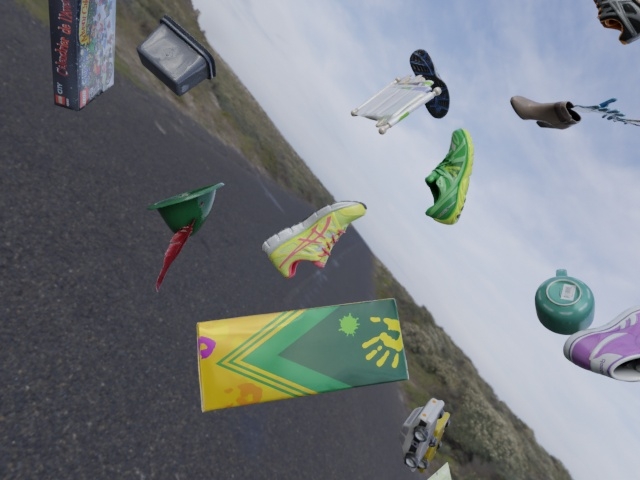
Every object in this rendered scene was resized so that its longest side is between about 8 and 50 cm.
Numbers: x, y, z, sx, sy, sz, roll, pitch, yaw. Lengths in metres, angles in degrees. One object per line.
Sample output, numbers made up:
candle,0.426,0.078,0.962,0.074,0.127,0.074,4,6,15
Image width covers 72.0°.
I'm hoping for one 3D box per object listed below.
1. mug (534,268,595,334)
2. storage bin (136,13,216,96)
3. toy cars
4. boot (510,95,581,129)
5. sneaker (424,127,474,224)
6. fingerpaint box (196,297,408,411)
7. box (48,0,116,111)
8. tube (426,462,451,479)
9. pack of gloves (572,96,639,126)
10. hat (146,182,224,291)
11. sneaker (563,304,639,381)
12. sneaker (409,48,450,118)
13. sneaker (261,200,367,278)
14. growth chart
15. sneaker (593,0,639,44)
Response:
mug,0.590,0.143,1.084,0.097,0.130,0.157,57,6,-43
storage bin,-0.290,-0.356,0.876,0.135,0.091,0.098,43,-15,0
toy cars,0.262,0.506,1.157,0.087,0.176,0.393,25,-17,29
boot,0.441,-0.254,0.855,0.119,0.042,0.087,24,-5,-21
sneaker,0.371,-0.195,1.280,0.124,0.295,0.109,12,-10,10
fingerpaint box,-0.060,0.255,0.986,0.445,0.372,0.163,122,-39,-73
box,-0.414,-0.367,0.776,0.044,0.233,0.159,15,36,-10
tube,0.330,0.711,1.160,0.070,0.062,0.239,-48,124,-70
pack of gloves,0.795,-0.353,1.190,0.195,0.046,0.232,16,20,-1
hat,-0.298,-0.019,1.037,0.173,0.209,0.183,-113,-174,-76
sneaker,0.704,0.233,0.959,0.161,0.282,0.102,-159,-130,-73
sneaker,0.334,-0.470,1.321,0.211,0.080,0.081,67,23,-12
sneaker,0.000,0.000,0.810,0.094,0.209,0.081,63,12,11
growth chart,0.157,-0.301,0.946,0.021,0.172,0.237,56,2,-28
sneaker,0.622,-0.501,0.934,0.084,0.083,0.214,15,44,-39
